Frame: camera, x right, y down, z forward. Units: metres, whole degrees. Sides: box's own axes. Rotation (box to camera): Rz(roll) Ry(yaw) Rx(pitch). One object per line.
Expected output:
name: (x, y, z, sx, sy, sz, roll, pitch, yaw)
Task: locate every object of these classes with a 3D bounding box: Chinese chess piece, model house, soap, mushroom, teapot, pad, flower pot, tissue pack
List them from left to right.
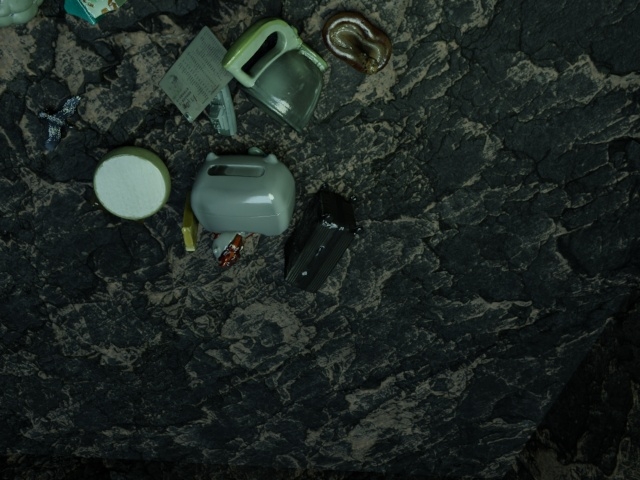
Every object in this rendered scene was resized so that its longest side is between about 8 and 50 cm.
flower pot: (-0.855, -0.682, 1.388, 0.245, 0.195, 0.246, -1, 126, -1)
model house: (-0.636, -0.673, 1.467, 0.148, 0.101, 0.127, -22, 124, 15)
Chinese chess piece: (-0.631, -0.194, 1.795, 0.250, 0.101, 0.251, -3, 117, -5)
soap: (-0.442, -0.072, 1.825, 0.036, 0.252, 0.092, -6, 126, -3)
pad: (-0.371, -0.494, 1.606, 0.265, 0.009, 0.160, -36, 97, 32)
tissue pack: (-0.256, -0.159, 1.762, 0.332, 0.230, 0.236, 3, 139, 9)
teapot: (-0.126, -0.494, 1.557, 0.321, 0.239, 0.239, 33, 96, -27)
mushroom: (0.114, -0.546, 1.526, 0.226, 0.218, 0.148, 21, 123, -17)

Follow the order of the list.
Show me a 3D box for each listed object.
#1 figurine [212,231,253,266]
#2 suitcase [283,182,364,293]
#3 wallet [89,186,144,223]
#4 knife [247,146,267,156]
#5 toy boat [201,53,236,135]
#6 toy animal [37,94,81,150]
figurine: (-0.318, 0.001, 1.901, 0.183, 0.226, 0.160, -32, 121, 19)
suitcase: (0.000, 0.000, 1.914, 0.152, 0.230, 0.335, 22, 122, -18)
wallet: (-0.714, -0.135, 1.900, 0.197, 0.031, 0.110, 21, 123, -17)
knife: (-0.182, -0.238, 1.854, 0.064, 0.031, 0.222, -14, 130, 25)
toy boat: (-0.321, -0.447, 1.654, 0.078, 0.085, 0.261, 14, 132, 28)
toy animal: (-0.835, -0.382, 1.692, 0.107, 0.062, 0.220, 33, 112, -24)
